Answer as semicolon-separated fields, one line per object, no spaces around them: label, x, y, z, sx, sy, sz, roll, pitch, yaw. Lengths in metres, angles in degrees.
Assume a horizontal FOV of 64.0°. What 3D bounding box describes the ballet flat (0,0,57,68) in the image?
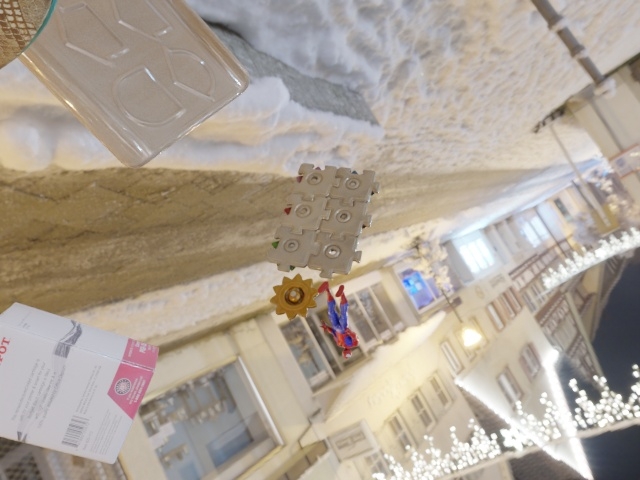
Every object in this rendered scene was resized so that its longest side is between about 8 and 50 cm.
ballet flat;-0.243;-0.125;0.305;0.206;0.073;0.067;-12;-177;30

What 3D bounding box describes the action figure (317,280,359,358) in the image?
action figure;0.023;0.101;0.613;0.038;0.115;0.030;6;-138;27

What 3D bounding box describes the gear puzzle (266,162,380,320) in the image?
gear puzzle;0.000;0.000;0.954;0.175;0.339;0.044;8;149;16

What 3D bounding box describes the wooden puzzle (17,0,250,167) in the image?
wooden puzzle;-0.346;-0.332;0.962;0.080;0.322;0.348;-30;-163;50

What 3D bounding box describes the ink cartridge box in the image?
ink cartridge box;-0.476;0.262;0.949;0.207;0.283;0.117;-65;-163;6
